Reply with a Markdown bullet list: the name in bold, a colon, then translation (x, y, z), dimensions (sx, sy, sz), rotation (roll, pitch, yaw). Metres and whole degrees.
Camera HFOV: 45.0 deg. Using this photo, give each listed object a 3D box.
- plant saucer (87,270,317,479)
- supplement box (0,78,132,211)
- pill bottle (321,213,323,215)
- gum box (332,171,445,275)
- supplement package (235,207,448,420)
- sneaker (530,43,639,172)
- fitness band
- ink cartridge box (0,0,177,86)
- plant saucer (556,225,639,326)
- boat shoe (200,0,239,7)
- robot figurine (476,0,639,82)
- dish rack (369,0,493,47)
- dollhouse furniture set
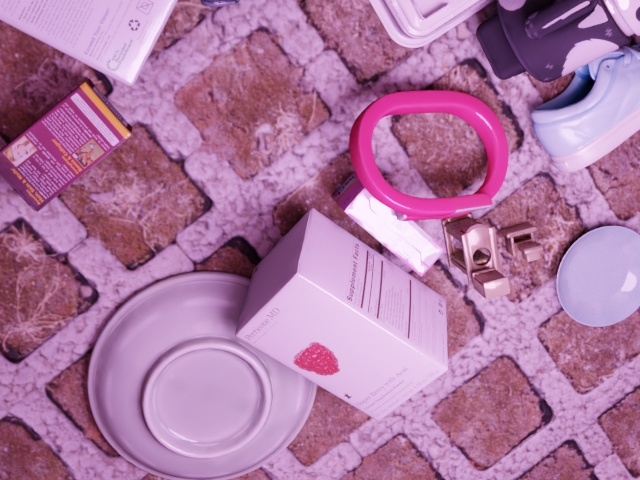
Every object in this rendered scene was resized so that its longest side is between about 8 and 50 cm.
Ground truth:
- **plant saucer**: translation (-0.194, 0.255, 1.316), dimensions (0.401, 0.100, 0.400), rotation (-3, 106, -10)
- **supplement box**: translation (-0.393, -0.147, 1.179), dimensions (0.188, 0.081, 0.104), rotation (-39, 109, 1)
- **pill bottle**: translation (0.000, 0.000, 1.312), dimensions (0.043, 0.043, 0.083), rotation (-24, 107, -4)
- **gum box**: translation (0.116, -0.026, 1.293), dimensions (0.188, 0.107, 0.062), rotation (40, 95, -17)
- **supplement package**: translation (0.040, 0.124, 1.256), dimensions (0.293, 0.175, 0.177), rotation (33, 124, -17)
- **sneaker**: translation (0.511, -0.279, 1.287), dimensions (0.366, 0.135, 0.150), rotation (-42, 111, 1)
- **fitness band**: translation (0.181, -0.139, 1.249), dimensions (0.291, 0.054, 0.208), rotation (-6, 78, -26)
- **ink cartridge box**: translation (-0.341, -0.437, 1.083), dimensions (0.330, 0.071, 0.324), rotation (26, 100, -29)
- **plant saucer**: translation (0.520, 0.063, 1.431), dimensions (0.195, 0.037, 0.194), rotation (-3, 105, -11)
- **boat shoe**: translation (-0.108, -0.419, 1.174), dimensions (0.183, 0.083, 0.065), rotation (-28, 64, -24)
- **robot figurine**: translation (0.386, -0.350, 1.187), dimensions (0.278, 0.209, 0.174), rotation (-25, 131, 34)
- **dish rack**: translation (0.207, -0.493, 1.206), dimensions (0.333, 0.072, 0.285), rotation (-33, 109, 0)
- **dollhouse furniture set**: translation (0.313, 0.004, 1.299), dimensions (0.161, 0.182, 0.101), rotation (-15, 107, -6)
